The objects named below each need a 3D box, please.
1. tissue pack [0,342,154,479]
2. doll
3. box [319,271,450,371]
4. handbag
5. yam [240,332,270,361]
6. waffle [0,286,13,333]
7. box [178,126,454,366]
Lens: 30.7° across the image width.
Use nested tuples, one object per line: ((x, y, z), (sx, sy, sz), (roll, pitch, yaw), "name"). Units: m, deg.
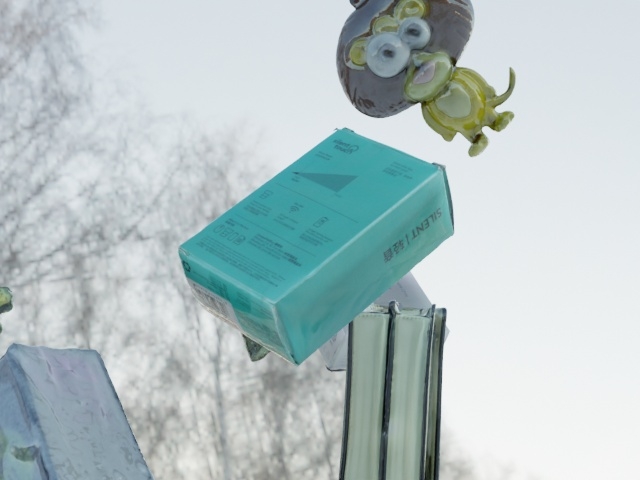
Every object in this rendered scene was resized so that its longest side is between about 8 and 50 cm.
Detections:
((-0.293, 0.328, 1.071), (0.124, 0.288, 0.394), (12, -54, -42), "tissue pack")
((0.102, -0.171, 1.086), (0.145, 0.188, 0.096), (-68, -12, 11), "doll")
((0.094, 0.148, 2.295), (0.252, 0.203, 0.106), (2, -52, -31), "box")
((0.121, 0.278, 1.904), (0.160, 0.358, 0.237), (4, -6, 5), "handbag")
((-0.091, 0.091, 1.618), (0.070, 0.146, 0.069), (-17, -20, -7), "yam")
((-0.491, 0.097, 1.369), (0.223, 0.204, 0.054), (29, -41, 5), "waffle")
((0.000, 0.000, 1.519), (0.311, 0.205, 0.118), (-39, -45, -25), "box")
